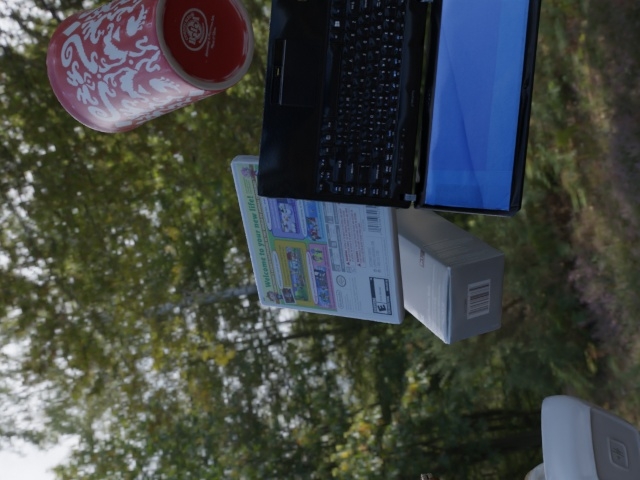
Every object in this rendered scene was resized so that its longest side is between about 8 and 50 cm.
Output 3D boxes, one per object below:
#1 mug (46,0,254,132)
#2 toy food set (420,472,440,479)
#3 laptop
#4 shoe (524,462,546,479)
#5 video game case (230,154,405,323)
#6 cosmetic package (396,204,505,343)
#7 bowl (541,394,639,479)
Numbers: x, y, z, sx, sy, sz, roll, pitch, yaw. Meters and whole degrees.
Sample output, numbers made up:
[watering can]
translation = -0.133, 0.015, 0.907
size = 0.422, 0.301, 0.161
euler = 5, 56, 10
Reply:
[mug]
translation = -0.147, -0.173, 0.629
size = 0.113, 0.169, 0.150
euler = -29, -72, -38
[toy food set]
translation = 0.116, 0.264, 0.722
size = 0.122, 0.019, 0.078
euler = -110, 15, -75
[laptop]
translation = 0.063, -0.149, 0.738
size = 0.136, 0.264, 0.234
euler = -18, -67, -83
[shoe]
translation = 0.321, 0.398, 1.033
size = 0.058, 0.076, 0.219
euler = -56, 16, 38
[video game case]
translation = 0.000, 0.000, 0.904
size = 0.023, 0.193, 0.212
euler = -56, -35, -50
[cosmetic package]
translation = 0.170, 0.042, 1.145
size = 0.238, 0.107, 0.127
euler = 35, 134, 58
[bowl]
translation = 0.326, 0.254, 0.877
size = 0.142, 0.053, 0.142
euler = 28, -130, -24
